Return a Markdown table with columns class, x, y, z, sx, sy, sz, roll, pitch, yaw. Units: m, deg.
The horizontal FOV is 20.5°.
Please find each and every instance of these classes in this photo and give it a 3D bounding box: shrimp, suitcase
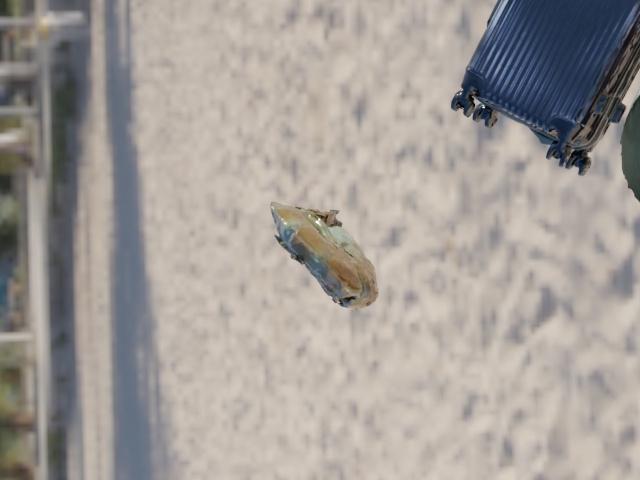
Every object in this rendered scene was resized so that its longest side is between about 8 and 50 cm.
| class | x | y | z | sx | sy | sz | roll | pitch | yaw |
| --- | --- | --- | --- | --- | --- | --- | --- | --- | --- |
| shrimp | 0.000 | 0.000 | 1.201 | 0.043 | 0.091 | 0.184 | -46 | 8 | 4 |
| suitcase | 0.135 | -0.109 | 0.968 | 0.126 | 0.086 | 0.059 | -63 | -20 | 7 |

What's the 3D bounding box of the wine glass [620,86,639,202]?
| class | x | y | z | sx | sy | sz | roll | pitch | yaw |
| --- | --- | --- | --- | --- | --- | --- | --- | --- | --- |
| wine glass | 0.144 | -0.065 | 0.526 | 0.262 | 0.074 | 0.074 | -43 | -39 | -56 |
